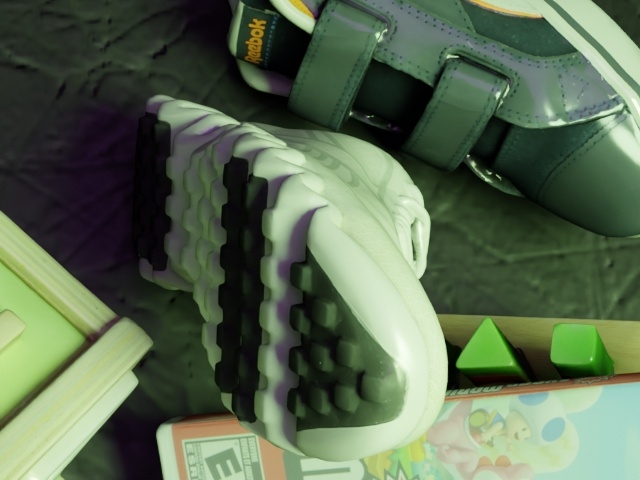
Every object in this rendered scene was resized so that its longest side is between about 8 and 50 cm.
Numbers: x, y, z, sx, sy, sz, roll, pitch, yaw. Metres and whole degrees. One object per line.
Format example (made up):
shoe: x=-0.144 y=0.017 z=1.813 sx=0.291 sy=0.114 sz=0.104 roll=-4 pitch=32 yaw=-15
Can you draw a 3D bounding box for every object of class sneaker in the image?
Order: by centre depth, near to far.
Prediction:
sneaker: x=0.000 y=0.000 z=0.573 sx=0.118 sy=0.292 sz=0.110 roll=1 pitch=108 yaw=-19
sneaker: x=0.037 y=-0.099 z=0.685 sx=0.127 sy=0.126 sz=0.321 roll=-39 pitch=76 yaw=-25

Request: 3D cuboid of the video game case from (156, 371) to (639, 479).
video game case: x=0.078 y=0.162 z=0.568 sx=0.285 sy=0.025 sz=0.204 roll=-8 pitch=93 yaw=19

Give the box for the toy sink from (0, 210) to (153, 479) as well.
toy sink: x=-0.169 y=0.075 z=0.549 sx=0.234 sy=0.131 sz=0.153 roll=43 pitch=38 yaw=1

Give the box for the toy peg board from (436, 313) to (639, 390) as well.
toy peg board: x=0.063 y=0.105 z=0.619 sx=0.161 sy=0.079 sz=0.161 roll=1 pitch=72 yaw=21
